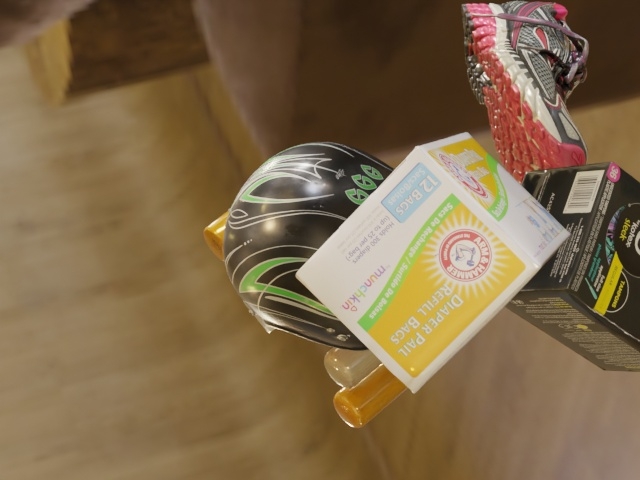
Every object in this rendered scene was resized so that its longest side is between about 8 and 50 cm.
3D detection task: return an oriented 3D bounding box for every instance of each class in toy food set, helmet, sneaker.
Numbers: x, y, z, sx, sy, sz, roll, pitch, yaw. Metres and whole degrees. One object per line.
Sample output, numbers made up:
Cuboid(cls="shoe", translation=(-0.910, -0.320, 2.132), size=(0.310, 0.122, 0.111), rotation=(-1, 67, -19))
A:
Cuboid(cls="toy food set", translation=(0.008, 0.045, 1.581), size=(0.232, 0.104, 0.111), rotation=(51, 157, 3))
Cuboid(cls="helmet", translation=(0.000, 0.000, 1.434), size=(0.169, 0.161, 0.169), rotation=(19, -90, -78))
Cuboid(cls="sneaker", translation=(0.214, -0.160, 1.697), size=(0.299, 0.112, 0.121), rotation=(-100, 1, -54))

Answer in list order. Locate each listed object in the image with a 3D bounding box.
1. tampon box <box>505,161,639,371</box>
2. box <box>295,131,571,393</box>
Cuboid(cls="tampon box", translation=(0.241, 0.025, 1.457), size=(0.101, 0.161, 0.120), rotation=(-4, 61, 53))
Cuboid(cls="box", translation=(0.078, 0.008, 1.109), size=(0.103, 0.114, 0.203), rotation=(45, -166, 5))
